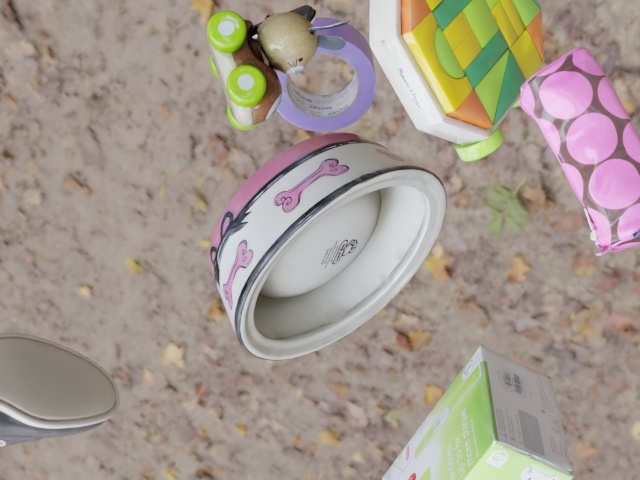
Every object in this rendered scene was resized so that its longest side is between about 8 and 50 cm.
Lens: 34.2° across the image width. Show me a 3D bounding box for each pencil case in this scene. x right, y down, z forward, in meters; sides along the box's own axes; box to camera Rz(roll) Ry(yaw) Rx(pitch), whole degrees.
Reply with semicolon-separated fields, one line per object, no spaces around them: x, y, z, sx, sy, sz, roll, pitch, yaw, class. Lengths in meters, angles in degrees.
0.283;-0.091;1.073;0.098;0.095;0.209;-28;76;7;pencil case

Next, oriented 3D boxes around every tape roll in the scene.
0.003;-0.292;1.842;0.189;0.080;0.188;0;127;0;tape roll

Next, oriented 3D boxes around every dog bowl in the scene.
0.000;0.000;1.674;0.150;0.408;0.408;48;146;29;dog bowl

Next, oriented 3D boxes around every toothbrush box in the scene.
0.199;0.319;1.402;0.122;0.206;0.283;24;119;-10;toothbrush box

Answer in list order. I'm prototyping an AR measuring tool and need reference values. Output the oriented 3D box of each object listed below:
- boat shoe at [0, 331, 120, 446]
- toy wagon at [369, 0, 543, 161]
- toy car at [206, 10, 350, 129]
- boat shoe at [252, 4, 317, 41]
-0.373;0.161;1.079;0.335;0.112;0.095;11;140;-43;boat shoe
0.175;-0.269;1.203;0.068;0.344;0.267;-10;119;45;toy wagon
-0.049;-0.247;1.408;0.155;0.189;0.148;120;131;-81;toy car
-0.067;-0.313;1.545;0.133;0.048;0.042;-25;131;19;boat shoe
